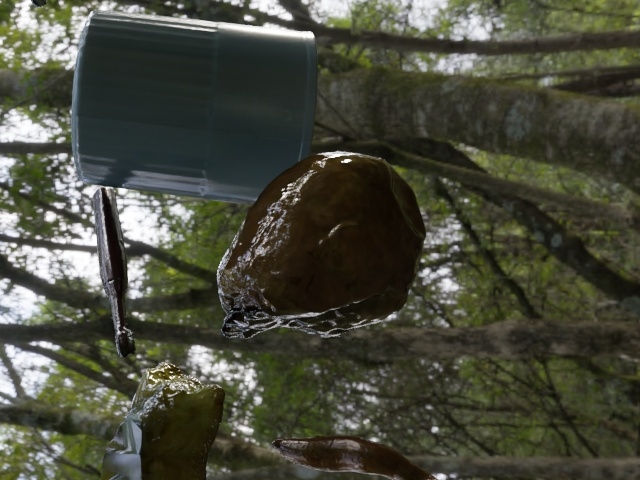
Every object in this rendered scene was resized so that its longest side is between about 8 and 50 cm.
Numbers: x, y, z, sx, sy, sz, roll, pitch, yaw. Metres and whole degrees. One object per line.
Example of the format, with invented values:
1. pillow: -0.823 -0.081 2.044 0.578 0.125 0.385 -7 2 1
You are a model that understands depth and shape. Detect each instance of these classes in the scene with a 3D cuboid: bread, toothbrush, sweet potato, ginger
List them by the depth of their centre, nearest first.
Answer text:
1. sweet potato: 0.039 0.207 0.699 0.044 0.179 0.044 8 -90 -72
2. ginger: 0.002 -0.001 0.882 0.269 0.200 0.223 12 -113 -45
3. bread: -0.201 0.270 0.891 0.088 0.160 0.233 13 -95 -34
4. toothbrush: -0.271 0.028 0.967 0.040 0.364 0.041 -9 -56 -14

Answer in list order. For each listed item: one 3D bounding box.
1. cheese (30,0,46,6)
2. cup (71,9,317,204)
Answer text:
1. cheese: -0.291 -0.265 0.668 0.047 0.092 0.171 -37 -32 -6
2. cup: -0.181 -0.213 1.081 0.257 0.311 0.331 107 164 -48
